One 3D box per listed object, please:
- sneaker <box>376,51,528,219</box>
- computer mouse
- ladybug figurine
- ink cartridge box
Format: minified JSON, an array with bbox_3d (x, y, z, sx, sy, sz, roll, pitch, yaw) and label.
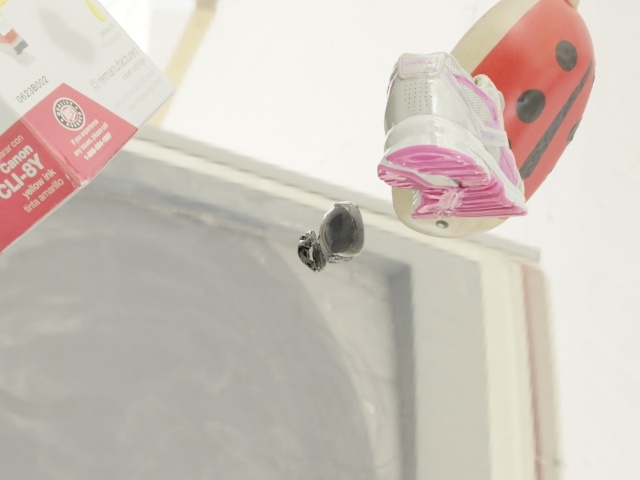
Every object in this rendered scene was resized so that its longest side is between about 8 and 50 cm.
[{"bbox_3d":[0.115,-0.083,0.969,0.252,0.103,0.111,41,50,-71],"label":"sneaker"},{"bbox_3d":[0.000,0.000,1.409,0.242,0.041,0.071,150,-67,-73],"label":"computer mouse"},{"bbox_3d":[0.287,-0.187,1.833,0.162,0.305,0.449,38,-74,35],"label":"ladybug figurine"},{"bbox_3d":[-0.373,-0.216,1.246,0.160,0.384,0.279,-35,-166,28],"label":"ink cartridge box"}]
